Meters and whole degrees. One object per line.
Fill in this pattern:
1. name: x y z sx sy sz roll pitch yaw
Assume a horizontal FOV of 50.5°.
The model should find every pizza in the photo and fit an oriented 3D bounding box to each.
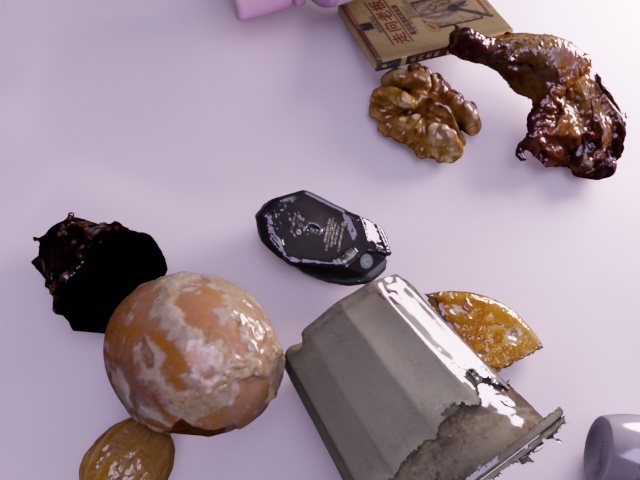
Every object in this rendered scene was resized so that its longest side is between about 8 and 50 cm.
1. pizza: 0.219 0.138 0.931 0.178 0.041 0.130 14 68 -4

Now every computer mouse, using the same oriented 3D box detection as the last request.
1. computer mouse: 0.000 0.000 0.932 0.193 0.062 0.105 19 70 -9

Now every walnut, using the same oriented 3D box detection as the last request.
1. walnut: -0.224 0.264 0.796 0.105 0.105 0.124 39 60 5
2. walnut: 0.160 -0.199 1.016 0.170 0.069 0.142 33 70 5

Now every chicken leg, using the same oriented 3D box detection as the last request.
1. chicken leg: 0.332 -0.216 1.019 0.177 0.083 0.322 -35 96 -13

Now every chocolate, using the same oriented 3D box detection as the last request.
1. chocolate: -0.295 0.024 0.861 0.133 0.156 0.156 32 68 32

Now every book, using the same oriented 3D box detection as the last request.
1. book: 0.161 -0.344 1.058 0.231 0.026 0.161 -16 56 -13

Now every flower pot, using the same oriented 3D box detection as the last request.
1. flower pot: 0.099 0.192 0.789 0.291 0.290 0.259 -29 69 -16

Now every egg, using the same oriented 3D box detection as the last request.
1. egg: -0.152 0.133 0.794 0.234 0.195 0.194 9 68 29

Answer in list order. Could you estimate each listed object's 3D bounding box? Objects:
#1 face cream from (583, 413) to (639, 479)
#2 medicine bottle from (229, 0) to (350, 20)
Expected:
1. face cream: 0.407 0.282 0.875 0.104 0.117 0.117 14 71 4
2. medicine bottle: -0.008 -0.461 0.982 0.302 0.241 0.241 -20 76 -4
